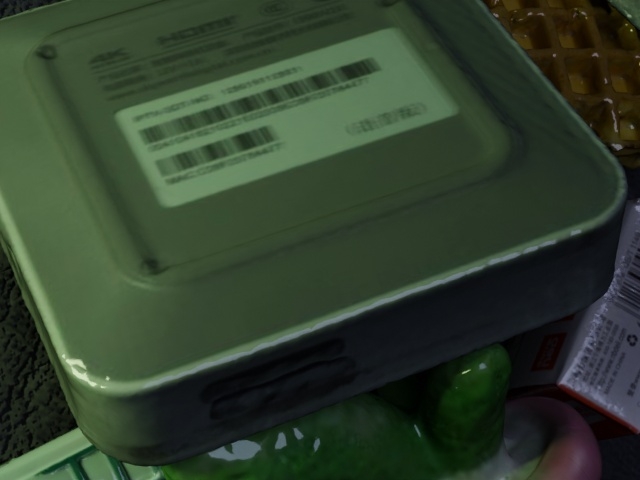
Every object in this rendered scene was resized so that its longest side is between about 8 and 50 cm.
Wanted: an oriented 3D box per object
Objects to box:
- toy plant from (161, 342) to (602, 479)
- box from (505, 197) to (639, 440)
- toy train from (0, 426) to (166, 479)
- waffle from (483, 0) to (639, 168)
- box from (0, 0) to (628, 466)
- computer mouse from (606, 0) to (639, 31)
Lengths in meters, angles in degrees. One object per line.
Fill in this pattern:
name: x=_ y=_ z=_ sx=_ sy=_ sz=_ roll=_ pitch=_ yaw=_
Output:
toy plant: x=0.083 y=0.186 z=1.176 sx=0.317 sy=0.210 sz=0.356 roll=-46 pitch=115 yaw=-37
box: x=0.227 y=0.065 z=1.323 sx=0.099 sy=0.133 sz=0.182 roll=30 pitch=73 yaw=-12
toy train: x=-0.202 y=0.195 z=1.167 sx=0.407 sy=0.088 sz=0.086 roll=-26 pitch=89 yaw=-21
waffle: x=0.180 y=-0.147 z=1.369 sx=0.283 sy=0.065 sz=0.309 roll=38 pitch=63 yaw=0
box: x=-0.037 y=-0.062 z=1.150 sx=0.396 sy=0.111 sz=0.396 roll=-19 pitch=48 yaw=-16
computer mouse: x=0.269 y=-0.254 z=1.379 sx=0.231 sy=0.071 sz=0.126 roll=47 pitch=39 yaw=16
